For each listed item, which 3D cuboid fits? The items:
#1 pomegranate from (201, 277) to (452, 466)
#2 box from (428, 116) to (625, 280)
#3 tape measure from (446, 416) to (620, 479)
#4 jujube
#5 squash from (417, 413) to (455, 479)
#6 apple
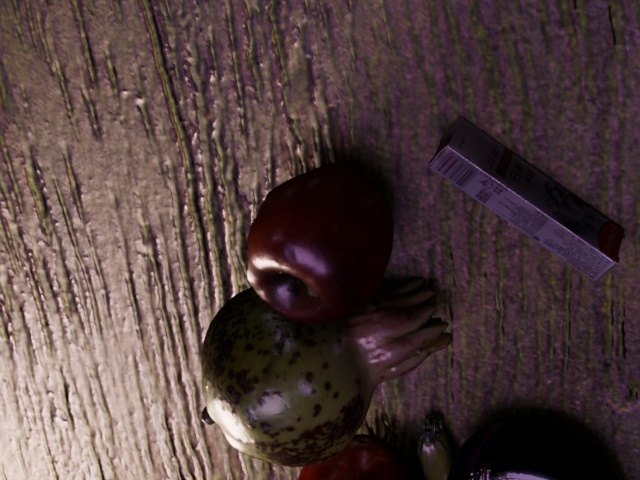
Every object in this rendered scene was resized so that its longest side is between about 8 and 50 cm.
[{"bbox_3d":[0.003,0.147,1.928,0.277,0.222,0.204,1,120,-7],"label":"pomegranate"},{"bbox_3d":[0.215,-0.042,1.777,0.218,0.055,0.039,34,134,-8],"label":"box"},{"bbox_3d":[0.249,0.314,2.010,0.202,0.135,0.223,-32,112,35],"label":"tape measure"},{"bbox_3d":[0.054,0.339,2.110,0.168,0.168,0.236,8,146,15],"label":"jujube"},{"bbox_3d":[0.149,0.287,2.090,0.052,0.052,0.183,-2,129,23],"label":"squash"},{"bbox_3d":[0.005,-0.004,1.824,0.156,0.158,0.147,44,145,-18],"label":"apple"}]
